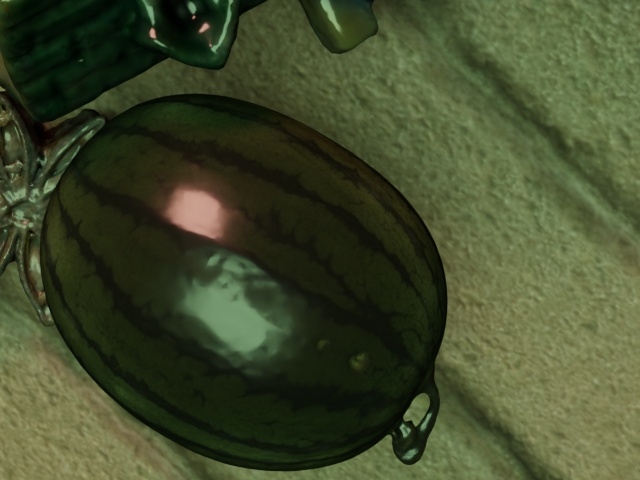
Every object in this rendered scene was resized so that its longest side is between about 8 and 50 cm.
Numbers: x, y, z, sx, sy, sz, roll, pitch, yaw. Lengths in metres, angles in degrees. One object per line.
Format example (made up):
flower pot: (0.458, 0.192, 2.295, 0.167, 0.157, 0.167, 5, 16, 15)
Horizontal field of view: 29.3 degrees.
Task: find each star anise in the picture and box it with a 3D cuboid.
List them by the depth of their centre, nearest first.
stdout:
star anise: (-0.288, -0.043, 1.209, 0.236, 0.109, 0.223, 13, 112, -13)

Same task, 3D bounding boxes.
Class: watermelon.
watermelon: (-0.052, 0.041, 0.983, 0.359, 0.279, 0.279, 30, 104, 8)

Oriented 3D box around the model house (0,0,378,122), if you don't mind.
model house: (-0.074, -0.299, 0.900, 0.445, 0.395, 0.400, -29, 106, -17)
